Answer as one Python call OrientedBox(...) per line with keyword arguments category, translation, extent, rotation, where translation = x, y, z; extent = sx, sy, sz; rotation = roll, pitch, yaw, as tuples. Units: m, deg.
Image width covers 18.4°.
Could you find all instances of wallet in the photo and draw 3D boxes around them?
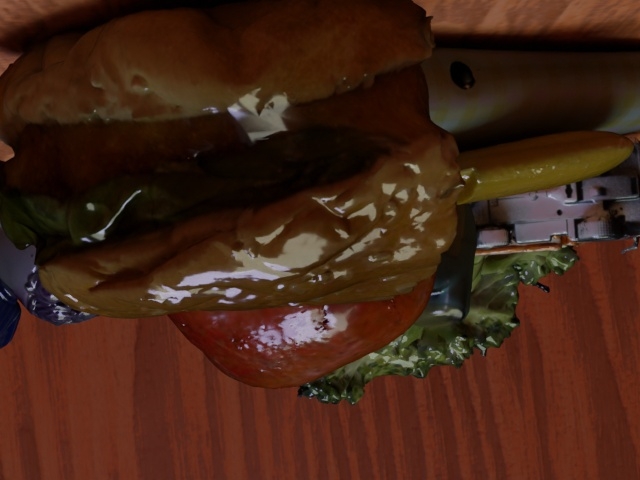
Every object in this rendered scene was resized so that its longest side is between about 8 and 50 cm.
OrientedBox(category="wallet", translation=(0.101, -0.088, 1.338), extent=(0.309, 0.077, 0.223), rotation=(-4, 173, -39))

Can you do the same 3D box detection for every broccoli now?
OrientedBox(category="broccoli", translation=(0.084, 0.042, 2.198), extent=(0.353, 0.275, 0.397), rotation=(-52, 171, 12))

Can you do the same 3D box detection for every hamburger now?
OrientedBox(category="hamburger", translation=(-0.075, -0.038, 1.081), extent=(0.209, 0.162, 0.330), rotation=(-6, -178, -18))

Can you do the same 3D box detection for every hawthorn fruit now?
OrientedBox(category="hawthorn fruit", translation=(-0.001, 0.001, 1.506), extent=(0.211, 0.211, 0.299), rotation=(-2, 171, -44))

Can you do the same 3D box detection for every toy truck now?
OrientedBox(category="toy truck", translation=(0.184, -0.037, 1.912), extent=(0.270, 0.114, 0.135), rotation=(-4, 177, 9))

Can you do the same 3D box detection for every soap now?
OrientedBox(category="soap", translation=(0.117, -0.045, 1.261), extent=(0.168, 0.033, 0.089), rotation=(-10, 170, -10))

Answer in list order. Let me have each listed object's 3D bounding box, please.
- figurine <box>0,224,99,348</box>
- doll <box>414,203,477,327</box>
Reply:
OrientedBox(category="figurine", translation=(-0.292, 0.037, 1.829), extent=(0.274, 0.133, 0.194), rotation=(-17, 135, -11))
OrientedBox(category="doll", translation=(0.000, 0.000, 1.828), extent=(0.261, 0.161, 0.177), rotation=(-11, 154, 39))
